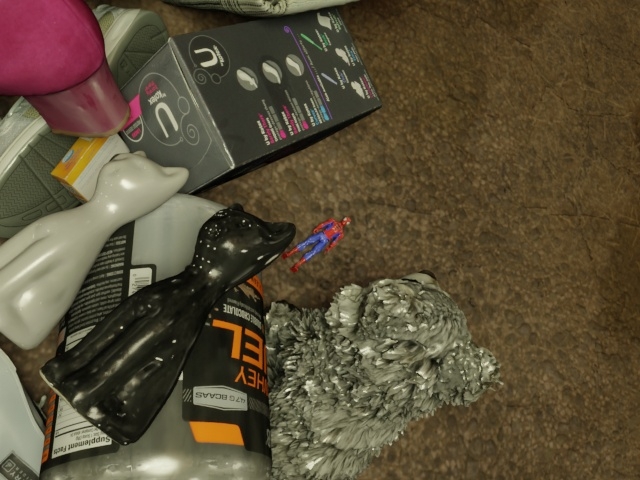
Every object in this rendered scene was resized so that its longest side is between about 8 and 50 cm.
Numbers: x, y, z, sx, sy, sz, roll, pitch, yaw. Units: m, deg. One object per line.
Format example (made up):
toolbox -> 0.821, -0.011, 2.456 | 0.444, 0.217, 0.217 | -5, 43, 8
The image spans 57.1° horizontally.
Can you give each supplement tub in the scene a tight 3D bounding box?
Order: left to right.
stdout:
supplement tub -> -0.155, 0.139, 0.583 | 0.207, 0.207, 0.338 | 7, 58, -23

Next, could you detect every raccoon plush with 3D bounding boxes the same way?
raccoon plush -> 0.027, 0.237, 0.642 | 0.216, 0.299, 0.447 | 20, 73, -20

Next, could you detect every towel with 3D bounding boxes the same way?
towel -> -0.011, -0.336, 0.755 | 0.324, 0.312, 0.056 | -26, 122, -25

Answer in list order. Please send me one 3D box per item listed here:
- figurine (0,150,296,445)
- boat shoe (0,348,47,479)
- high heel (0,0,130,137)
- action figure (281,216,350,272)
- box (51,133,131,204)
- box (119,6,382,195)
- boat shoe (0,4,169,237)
figurine -> -0.158, 0.019, 0.488 | 0.214, 0.092, 0.209 | 29, 64, 27
boat shoe -> -0.324, 0.206, 0.601 | 0.306, 0.105, 0.113 | 51, 58, -15
high heel -> -0.375, -0.187, 0.544 | 0.376, 0.181, 0.127 | 1, 61, 5
action figure -> 0.000, 0.000, 0.826 | 0.115, 0.030, 0.038 | -37, 91, -27
box -> -0.245, -0.068, 0.693 | 0.028, 0.136, 0.081 | 20, 67, 23
box -> -0.082, -0.164, 0.703 | 0.270, 0.165, 0.143 | -32, 99, -44
boat shoe -> -0.298, -0.148, 0.684 | 0.103, 0.118, 0.321 | 21, 71, 20
